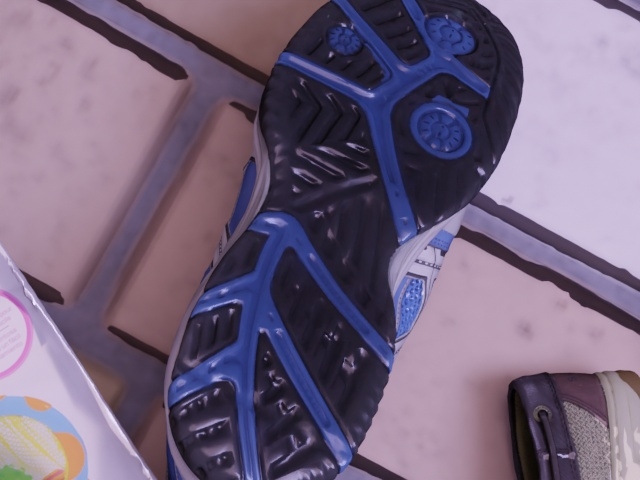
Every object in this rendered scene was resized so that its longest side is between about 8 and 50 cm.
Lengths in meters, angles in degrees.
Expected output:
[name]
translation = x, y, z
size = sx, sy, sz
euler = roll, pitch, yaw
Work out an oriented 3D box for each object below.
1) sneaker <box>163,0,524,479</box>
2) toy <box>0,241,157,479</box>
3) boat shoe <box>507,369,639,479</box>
[sneaker]
translation = 0.000, 0.000, 0.632
size = 0.080, 0.081, 0.211
euler = 30, 58, 0
[toy]
translation = -0.116, 0.095, 0.600
size = 0.137, 0.056, 0.237
euler = -33, 92, -5
[boat shoe]
translation = 0.079, 0.116, 0.632
size = 0.049, 0.056, 0.152
euler = 4, 68, -2
